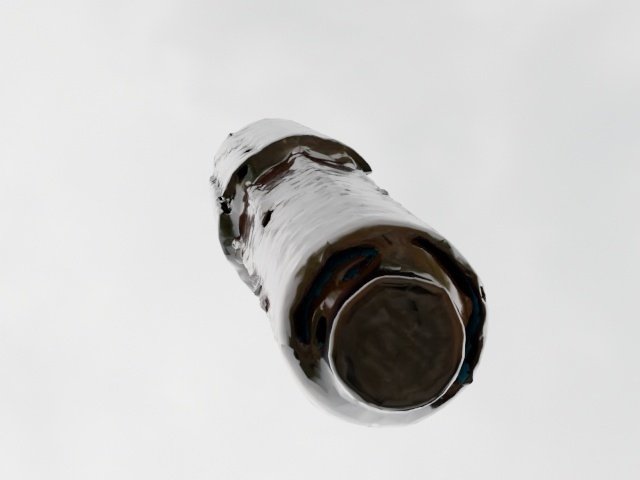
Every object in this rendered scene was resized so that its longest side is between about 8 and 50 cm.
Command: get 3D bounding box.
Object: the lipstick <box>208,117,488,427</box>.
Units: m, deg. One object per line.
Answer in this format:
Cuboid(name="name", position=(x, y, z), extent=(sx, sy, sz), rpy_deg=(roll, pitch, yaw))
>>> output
Cuboid(name="lipstick", position=(0.000, 0.000, 0.760), extent=(0.077, 0.418, 0.077), rpy_deg=(-1, -81, -6))
